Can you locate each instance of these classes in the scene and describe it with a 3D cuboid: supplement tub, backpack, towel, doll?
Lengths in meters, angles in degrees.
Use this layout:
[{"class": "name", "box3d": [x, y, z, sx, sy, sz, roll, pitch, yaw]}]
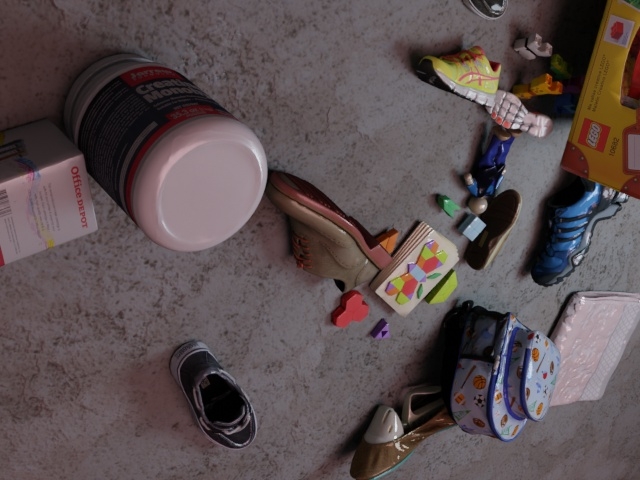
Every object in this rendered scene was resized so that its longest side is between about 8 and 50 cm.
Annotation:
[{"class": "supplement tub", "box3d": [-0.214, -0.124, 1.360, 0.191, 0.272, 0.191, -22, 132, -27]}, {"class": "backpack", "box3d": [0.390, 0.299, 2.185, 0.276, 0.213, 0.263, 34, 73, -47]}, {"class": "towel", "box3d": [0.669, 0.279, 2.561, 0.317, 0.053, 0.331, 3, 117, -41]}, {"class": "doll", "box3d": [0.327, -0.134, 1.975, 0.129, 0.046, 0.189, -17, 136, -40]}]

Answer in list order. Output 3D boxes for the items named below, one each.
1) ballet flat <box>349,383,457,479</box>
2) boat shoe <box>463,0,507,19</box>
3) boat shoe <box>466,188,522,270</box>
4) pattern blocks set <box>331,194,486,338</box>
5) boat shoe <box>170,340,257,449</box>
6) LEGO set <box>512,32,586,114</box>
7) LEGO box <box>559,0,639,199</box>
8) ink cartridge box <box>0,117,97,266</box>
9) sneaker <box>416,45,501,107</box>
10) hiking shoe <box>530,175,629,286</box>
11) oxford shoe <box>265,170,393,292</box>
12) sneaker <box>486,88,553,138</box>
[{"class": "ballet flat", "box3d": [0.192, 0.396, 2.217, 0.342, 0.116, 0.124, -25, 113, -25]}, {"class": "boat shoe", "box3d": [0.270, -0.440, 1.685, 0.078, 0.070, 0.219, -47, 138, -2]}, {"class": "boat shoe", "box3d": [0.365, -0.026, 2.082, 0.072, 0.068, 0.190, -11, 137, -50]}, {"class": "pattern blocks set", "box3d": [0.187, 0.061, 2.008, 0.285, 0.026, 0.324, 20, 107, -46]}, {"class": "boat shoe", "box3d": [-0.174, 0.304, 1.835, 0.108, 0.102, 0.301, -34, 136, -16]}, {"class": "LEGO set", "box3d": [0.423, -0.298, 1.919, 0.227, 0.093, 0.087, 25, 70, -42]}, {"class": "LEGO box", "box3d": [0.667, -0.375, 1.896, 0.372, 0.193, 0.500, -30, 138, -48]}, {"class": "ink cartridge box", "box3d": [-0.409, -0.062, 1.350, 0.176, 0.127, 0.128, -22, 131, -26]}, {"class": "sneaker", "box3d": [0.245, -0.301, 1.770, 0.208, 0.081, 0.094, 9, 107, -50]}, {"class": "hiking shoe", "box3d": [0.531, -0.040, 2.196, 0.132, 0.113, 0.304, 25, 111, -16]}, {"class": "oxford shoe", "box3d": [0.000, 0.000, 1.747, 0.130, 0.123, 0.348, -46, 137, 5]}, {"class": "sneaker", "box3d": [0.367, -0.243, 1.926, 0.158, 0.065, 0.061, 27, 107, -24]}]
